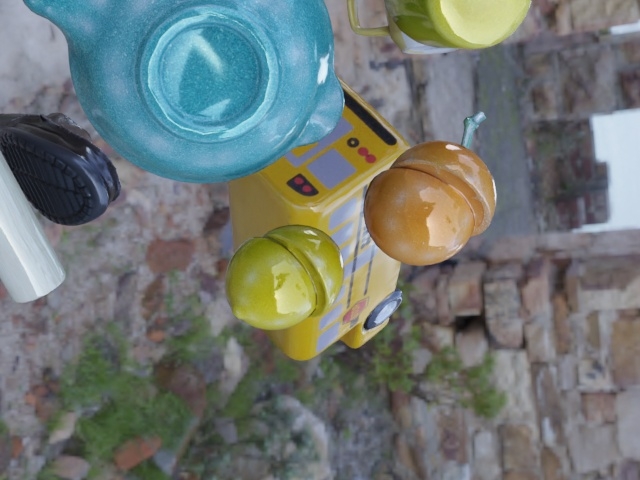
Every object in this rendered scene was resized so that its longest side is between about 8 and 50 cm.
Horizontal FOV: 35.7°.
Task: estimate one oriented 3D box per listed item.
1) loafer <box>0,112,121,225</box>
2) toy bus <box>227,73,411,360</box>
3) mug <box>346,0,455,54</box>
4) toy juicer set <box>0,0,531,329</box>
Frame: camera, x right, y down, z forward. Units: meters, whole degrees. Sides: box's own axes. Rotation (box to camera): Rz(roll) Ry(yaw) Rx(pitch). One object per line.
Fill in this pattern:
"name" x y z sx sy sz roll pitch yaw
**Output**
"loafer" -0.223 -0.076 0.824 0.078 0.220 0.080 -34 125 -29
"toy bus" 0.000 0.000 0.846 0.130 0.108 0.332 -37 158 -21
"mug" 0.060 -0.144 0.593 0.062 0.078 0.064 -4 92 -29
"toy juicer set" -0.059 -0.056 0.512 0.089 0.329 0.209 -116 -156 -67
